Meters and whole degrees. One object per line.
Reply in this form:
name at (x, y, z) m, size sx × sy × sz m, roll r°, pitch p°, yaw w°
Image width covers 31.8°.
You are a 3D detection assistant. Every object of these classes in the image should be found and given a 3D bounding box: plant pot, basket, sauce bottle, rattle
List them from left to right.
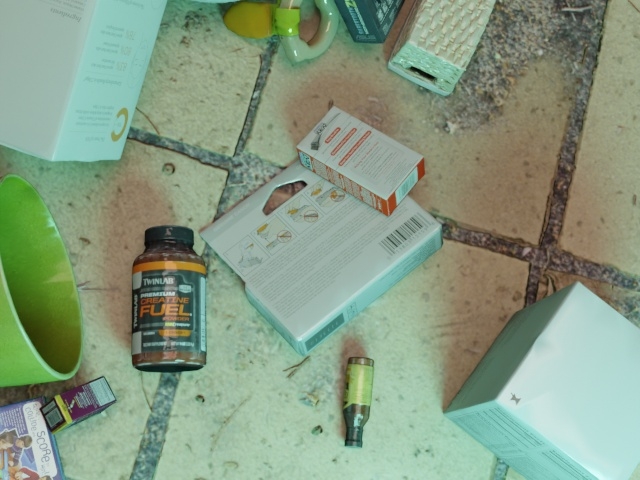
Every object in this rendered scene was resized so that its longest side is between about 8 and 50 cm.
plant pot at (-0.498, 0.085, 1.462) m, size 0.293 × 0.275 × 0.275 m, roll -16°, pitch 80°, yaw 4°
rattle at (-0.026, -0.363, 1.739) m, size 0.200 × 0.142 × 0.130 m, roll -51°, pitch 121°, yaw -30°
sauce bottle at (0.052, 0.232, 1.608) m, size 0.042 × 0.042 × 0.128 m, roll 9°, pitch 74°, yaw -7°
basket at (0.190, -0.328, 1.726) m, size 0.113 × 0.103 × 0.167 m, roll 25°, pitch 74°, yaw -4°

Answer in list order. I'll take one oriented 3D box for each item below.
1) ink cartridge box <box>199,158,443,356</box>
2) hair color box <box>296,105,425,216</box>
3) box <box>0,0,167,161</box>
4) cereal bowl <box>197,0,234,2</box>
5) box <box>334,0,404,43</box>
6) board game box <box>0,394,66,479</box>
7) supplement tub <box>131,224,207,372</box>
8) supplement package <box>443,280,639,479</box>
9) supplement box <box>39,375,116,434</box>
ink cartridge box at (0.000, 0.000, 1.646) m, size 0.275 × 0.060 × 0.239 m, roll -37°, pitch 60°, yaw -15°
hair color box at (0.059, -0.117, 1.645) m, size 0.167 × 0.053 × 0.093 m, roll 33°, pitch 69°, yaw 22°
box at (-0.333, -0.293, 1.502) m, size 0.168 × 0.215 × 0.345 m, roll 20°, pitch 99°, yaw 12°
cereal bowl at (-0.138, -0.498, 1.672) m, size 0.338 × 0.141 × 0.339 m, roll -3°, pitch 73°, yaw 9°
box at (0.084, -0.440, 1.678) m, size 0.059 × 0.183 × 0.233 m, roll 8°, pitch 59°, yaw 29°
board game box at (-0.415, 0.324, 1.516) m, size 0.136 × 0.035 × 0.201 m, roll -14°, pitch 80°, yaw -12°
supplement tub at (-0.211, 0.082, 1.568) m, size 0.106 × 0.106 × 0.198 m, roll 0°, pitch 77°, yaw -9°
supplement package at (0.330, 0.211, 1.542) m, size 0.198 × 0.263 × 0.199 m, roll 38°, pitch 75°, yaw 1°
supplement box at (-0.328, 0.223, 1.525) m, size 0.083 × 0.055 × 0.043 m, roll -21°, pitch 79°, yaw -45°
